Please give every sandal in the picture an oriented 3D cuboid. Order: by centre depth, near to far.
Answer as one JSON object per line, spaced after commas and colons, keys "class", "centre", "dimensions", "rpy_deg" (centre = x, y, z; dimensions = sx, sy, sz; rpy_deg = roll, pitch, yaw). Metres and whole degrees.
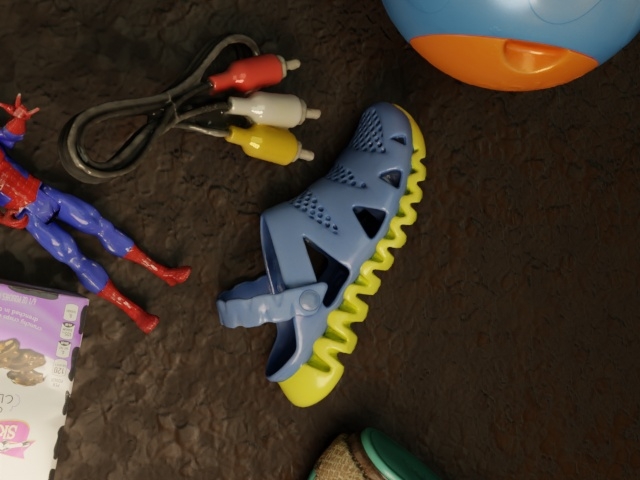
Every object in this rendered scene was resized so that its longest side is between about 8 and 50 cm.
{"class": "sandal", "centre": [0.000, 0.000, 1.141], "dimensions": [0.138, 0.126, 0.317], "rpy_deg": [26, 82, -16]}

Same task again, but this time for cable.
{"class": "cable", "centre": [-0.116, -0.129, 1.065], "dimensions": [0.287, 0.072, 0.140], "rpy_deg": [-12, 92, -49]}

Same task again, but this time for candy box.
{"class": "candy box", "centre": [-0.315, 0.132, 1.049], "dimensions": [0.164, 0.070, 0.196], "rpy_deg": [11, 89, -21]}

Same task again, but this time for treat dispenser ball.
{"class": "treat dispenser ball", "centre": [0.192, -0.289, 1.106], "dimensions": [0.288, 0.288, 0.288], "rpy_deg": [-1, 93, -21]}

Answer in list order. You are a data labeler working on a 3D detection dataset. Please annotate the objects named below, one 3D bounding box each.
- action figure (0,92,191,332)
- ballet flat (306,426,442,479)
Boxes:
{"class": "action figure", "centre": [-0.238, -0.029, 1.038], "dimensions": [0.280, 0.139, 0.091], "rpy_deg": [37, 70, -16]}
{"class": "ballet flat", "centre": [0.174, 0.377, 1.226], "dimensions": [0.482, 0.164, 0.182], "rpy_deg": [32, 103, -14]}
